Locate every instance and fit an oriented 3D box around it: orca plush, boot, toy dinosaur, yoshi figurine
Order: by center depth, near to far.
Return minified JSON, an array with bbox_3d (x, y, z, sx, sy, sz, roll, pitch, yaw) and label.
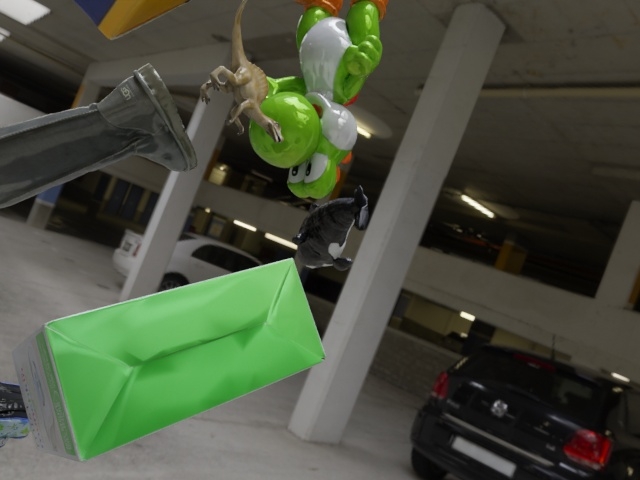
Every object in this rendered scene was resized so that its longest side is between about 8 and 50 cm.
[{"bbox_3d":[-0.245,-0.085,0.569,0.076,0.208,0.190,52,-11,18],"label":"boot"},{"bbox_3d":[-0.105,-0.205,0.695,0.092,0.183,0.053,-32,27,-35],"label":"toy dinosaur"},{"bbox_3d":[-0.012,-0.252,0.837,0.203,0.362,0.203,10,-6,-10],"label":"yoshi figurine"},{"bbox_3d":[0.000,0.000,1.065,0.102,0.151,0.287,-22,2,-27],"label":"orca plush"}]

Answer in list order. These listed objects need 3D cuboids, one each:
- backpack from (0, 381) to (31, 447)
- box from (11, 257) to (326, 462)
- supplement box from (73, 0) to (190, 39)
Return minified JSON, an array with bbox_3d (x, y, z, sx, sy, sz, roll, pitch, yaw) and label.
[{"bbox_3d":[-0.519,0.278,0.874,0.105,0.084,0.114,38,6,36],"label":"backpack"},{"bbox_3d":[-0.172,0.130,0.602,0.262,0.127,0.231,-14,-6,-37],"label":"box"},{"bbox_3d":[-0.028,-0.301,0.241,0.356,0.195,0.194,-32,-71,35],"label":"supplement box"}]
